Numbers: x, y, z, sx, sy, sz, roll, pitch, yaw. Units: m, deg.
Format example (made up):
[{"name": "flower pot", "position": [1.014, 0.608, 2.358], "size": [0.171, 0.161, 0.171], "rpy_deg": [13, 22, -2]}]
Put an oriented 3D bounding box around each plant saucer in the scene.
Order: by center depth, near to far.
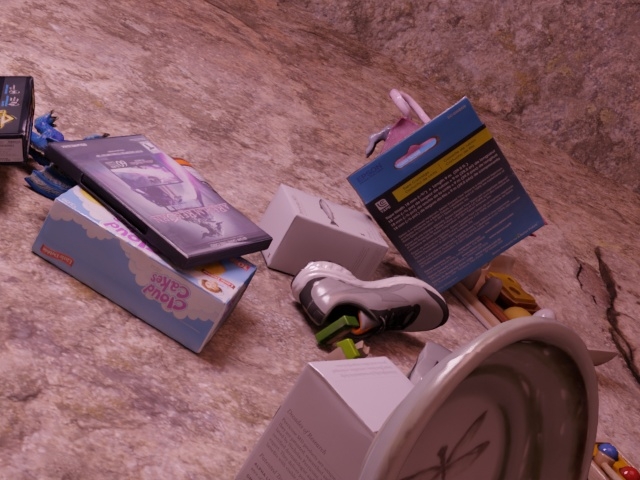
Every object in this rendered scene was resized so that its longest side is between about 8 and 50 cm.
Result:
[{"name": "plant saucer", "position": [0.139, 0.255, 1.312], "size": [0.100, 0.401, 0.400], "rpy_deg": [23, 12, 40]}]

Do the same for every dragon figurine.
[{"name": "dragon figurine", "position": [-0.375, -0.114, 1.834], "size": [0.289, 0.085, 0.144], "rpy_deg": [23, 22, -24]}]

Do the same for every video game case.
[{"name": "video game case", "position": [-0.221, -0.060, 1.743], "size": [0.274, 0.026, 0.196], "rpy_deg": [37, 25, 22]}]

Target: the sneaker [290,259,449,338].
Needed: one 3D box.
[{"name": "sneaker", "position": [0.083, 0.111, 1.944], "size": [0.271, 0.100, 0.108], "rpy_deg": [10, 37, -30]}]

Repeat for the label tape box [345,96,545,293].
[{"name": "label tape box", "position": [0.202, -0.090, 2.155], "size": [0.334, 0.240, 0.106], "rpy_deg": [52, 7, -38]}]

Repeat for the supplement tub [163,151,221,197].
[{"name": "supplement tub", "position": [-0.209, -0.054, 1.895], "size": [0.106, 0.106, 0.198], "rpy_deg": [5, 32, -49]}]

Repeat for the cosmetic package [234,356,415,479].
[{"name": "cosmetic package", "position": [0.033, 0.249, 1.429], "size": [0.151, 0.184, 0.151], "rpy_deg": [44, 24, 31]}]

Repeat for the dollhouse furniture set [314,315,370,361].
[{"name": "dollhouse furniture set", "position": [0.051, 0.186, 1.817], "size": [0.076, 0.058, 0.152], "rpy_deg": [10, 47, -58]}]

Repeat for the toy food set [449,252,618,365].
[{"name": "toy food set", "position": [0.377, 0.115, 2.312], "size": [0.219, 0.092, 0.306], "rpy_deg": [8, 31, -45]}]

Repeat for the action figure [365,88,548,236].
[{"name": "action figure", "position": [0.276, -0.113, 2.476], "size": [0.370, 0.276, 0.248], "rpy_deg": [21, 13, 14]}]

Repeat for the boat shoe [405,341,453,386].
[{"name": "boat shoe", "position": [0.157, 0.205, 1.844], "size": [0.078, 0.070, 0.219], "rpy_deg": [38, 17, 10]}]

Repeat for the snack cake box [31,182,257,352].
[{"name": "snack cake box", "position": [-0.234, 0.025, 1.706], "size": [0.264, 0.089, 0.152], "rpy_deg": [31, 20, 2]}]

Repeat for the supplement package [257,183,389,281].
[{"name": "supplement package", "position": [0.000, 0.000, 2.050], "size": [0.179, 0.105, 0.105], "rpy_deg": [19, 25, -28]}]

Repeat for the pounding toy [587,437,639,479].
[{"name": "pounding toy", "position": [0.408, 0.343, 1.832], "size": [0.141, 0.100, 0.130], "rpy_deg": [10, 29, -42]}]

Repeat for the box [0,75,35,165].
[{"name": "box", "position": [-0.490, -0.168, 1.757], "size": [0.175, 0.051, 0.220], "rpy_deg": [-1, 28, -8]}]
